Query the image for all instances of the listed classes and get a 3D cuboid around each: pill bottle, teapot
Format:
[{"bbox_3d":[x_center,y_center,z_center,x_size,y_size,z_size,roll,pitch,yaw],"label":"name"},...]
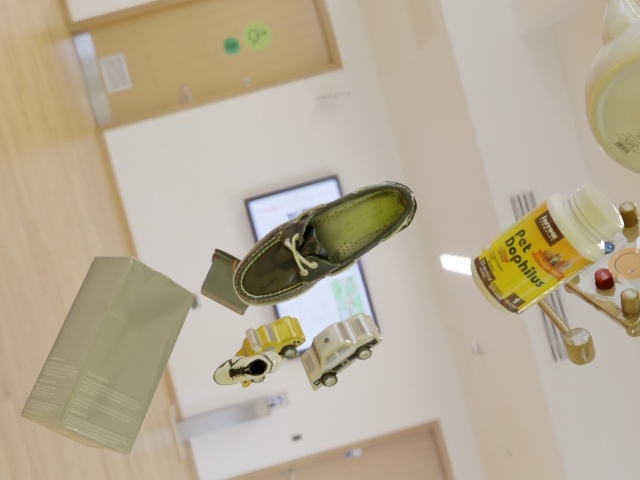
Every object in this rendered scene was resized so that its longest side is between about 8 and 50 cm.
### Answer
[{"bbox_3d":[0.335,0.011,1.240,0.117,0.215,0.117,34,32,-25],"label":"pill bottle"},{"bbox_3d":[0.490,-0.217,1.133,0.256,0.252,0.187,78,30,-42],"label":"teapot"}]

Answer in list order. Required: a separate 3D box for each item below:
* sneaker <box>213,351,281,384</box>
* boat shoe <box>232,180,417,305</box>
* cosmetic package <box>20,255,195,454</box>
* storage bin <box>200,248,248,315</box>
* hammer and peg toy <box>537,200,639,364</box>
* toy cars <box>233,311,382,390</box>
[{"bbox_3d":[-0.113,0.188,1.227,0.044,0.109,0.040,-4,75,-71],"label":"sneaker"},{"bbox_3d":[0.000,0.000,1.223,0.114,0.302,0.091,56,2,3],"label":"boat shoe"},{"bbox_3d":[-0.278,0.149,1.115,0.127,0.107,0.238,41,59,-39],"label":"cosmetic package"},{"bbox_3d":[-0.186,0.092,1.770,0.091,0.135,0.098,-63,-178,-22],"label":"storage bin"},{"bbox_3d":[0.616,0.082,1.783,0.266,0.361,0.127,44,-16,48],"label":"hammer and peg toy"},{"bbox_3d":[-0.052,0.229,1.816,0.087,0.393,0.176,43,54,-39],"label":"toy cars"}]
